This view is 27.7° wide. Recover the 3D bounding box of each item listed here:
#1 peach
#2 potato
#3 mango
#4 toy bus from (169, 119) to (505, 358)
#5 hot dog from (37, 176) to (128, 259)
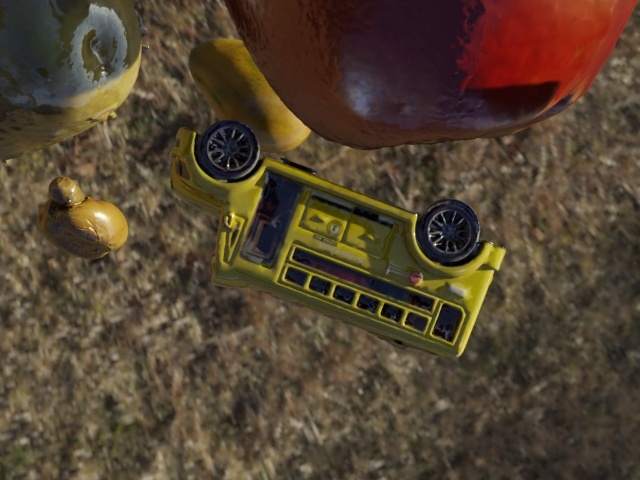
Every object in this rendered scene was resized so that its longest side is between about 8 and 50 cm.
[{"bbox_3d":[0.060,-0.227,0.832,0.281,0.281,0.338,-7,89,-18],"label":"peach"},{"bbox_3d":[-0.212,-0.135,1.041,0.138,0.098,0.243,2,150,5],"label":"potato"},{"bbox_3d":[-0.073,-0.169,1.461,0.111,0.163,0.089,-16,151,-36],"label":"mango"},{"bbox_3d":[0.000,0.000,1.259,0.331,0.145,0.151,20,85,-2],"label":"toy bus"},{"bbox_3d":[-0.271,-0.023,1.456,0.090,0.060,0.140,-9,161,24],"label":"hot dog"}]
